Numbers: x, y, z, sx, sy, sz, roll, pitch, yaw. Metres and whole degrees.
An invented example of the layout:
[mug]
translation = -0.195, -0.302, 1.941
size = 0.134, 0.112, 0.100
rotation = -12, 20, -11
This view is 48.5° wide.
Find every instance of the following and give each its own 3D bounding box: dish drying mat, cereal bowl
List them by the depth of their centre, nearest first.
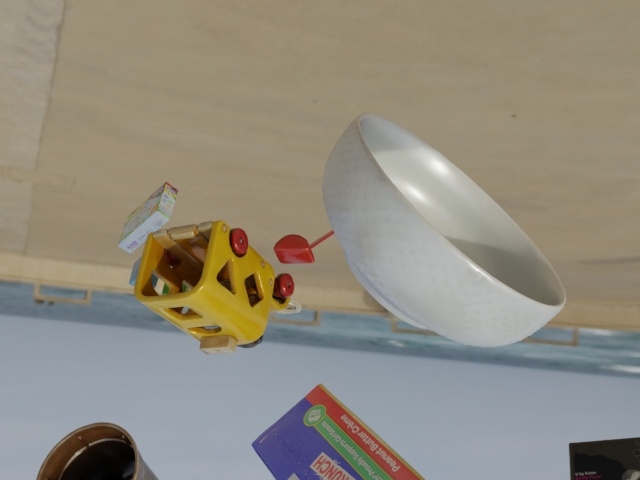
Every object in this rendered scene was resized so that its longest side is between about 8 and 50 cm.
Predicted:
[cereal bowl]
translation = 0.129, 0.003, 0.876
size = 0.141, 0.339, 0.339
rotation = -48, 144, 21
[dish drying mat]
translation = 0.000, 0.000, 1.600
size = 0.083, 0.008, 0.032
rotation = -33, -169, -17

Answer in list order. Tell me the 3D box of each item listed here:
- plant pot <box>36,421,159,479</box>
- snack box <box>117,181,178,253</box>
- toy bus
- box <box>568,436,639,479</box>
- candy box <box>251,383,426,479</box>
[plant pot]
translation = -0.333, 0.400, 1.124
size = 0.167, 0.167, 0.165
rotation = 3, 142, 19
[snack box]
translation = -0.363, -0.047, 1.496
size = 0.141, 0.100, 0.037
rotation = -36, 123, 29
[toy bus]
translation = -0.102, 0.066, 0.749
size = 0.202, 0.104, 0.191
rotation = 15, 149, -12
[box]
translation = 0.401, 0.400, 0.875
size = 0.143, 0.270, 0.165
rotation = -14, 123, 26
[candy box]
translation = 0.096, 0.343, 0.799
size = 0.317, 0.122, 0.268
rotation = 52, 169, -29
